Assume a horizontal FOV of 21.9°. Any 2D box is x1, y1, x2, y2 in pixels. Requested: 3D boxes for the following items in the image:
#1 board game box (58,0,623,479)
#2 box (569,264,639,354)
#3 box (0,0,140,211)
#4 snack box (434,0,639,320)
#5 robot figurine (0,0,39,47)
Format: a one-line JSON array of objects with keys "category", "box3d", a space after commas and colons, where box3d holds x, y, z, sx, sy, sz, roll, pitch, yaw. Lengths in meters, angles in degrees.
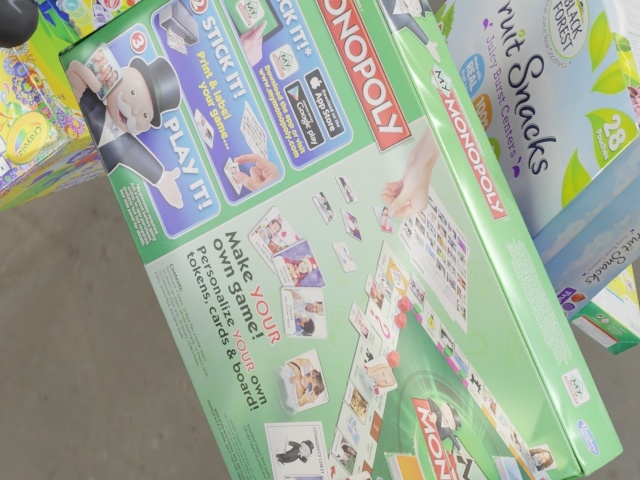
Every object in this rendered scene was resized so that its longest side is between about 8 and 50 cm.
[{"category": "board game box", "box3d": [0.000, 0.000, 0.868, 0.214, 0.046, 0.317, -26, 84, 36]}, {"category": "box", "box3d": [0.281, 0.019, 1.719, 0.043, 0.179, 0.105, -28, 134, 32]}, {"category": "box", "box3d": [-0.286, -0.196, 1.612, 0.177, 0.290, 0.279, -32, 88, 31]}, {"category": "snack box", "box3d": [0.124, -0.072, 0.904, 0.070, 0.207, 0.174, 17, 136, -27]}, {"category": "robot figurine", "box3d": [-0.217, -0.239, 0.950, 0.174, 0.278, 0.209, 31, 96, 31]}]
